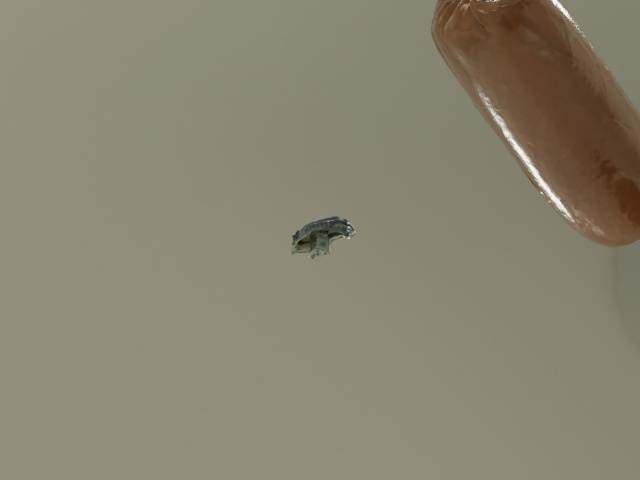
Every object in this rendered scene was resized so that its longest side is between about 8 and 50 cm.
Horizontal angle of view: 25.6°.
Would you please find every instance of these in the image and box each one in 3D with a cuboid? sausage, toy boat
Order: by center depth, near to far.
[{"bbox_3d":[0.216,-0.123,1.297,0.121,0.121,0.304,-49,-61,-12],"label":"sausage"},{"bbox_3d":[0.000,0.000,1.425,0.083,0.038,0.038,-20,-115,41],"label":"toy boat"}]
